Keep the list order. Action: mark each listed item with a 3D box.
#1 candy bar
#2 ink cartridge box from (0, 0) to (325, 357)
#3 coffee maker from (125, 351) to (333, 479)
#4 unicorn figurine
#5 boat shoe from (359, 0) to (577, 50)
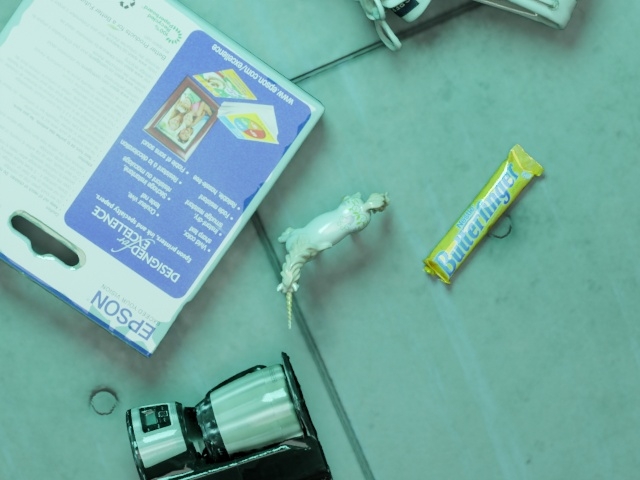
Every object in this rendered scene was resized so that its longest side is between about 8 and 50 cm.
[{"bbox_3d":[0.165,-0.024,1.535,0.040,0.018,0.161,39,92,-6],"label":"candy bar"},{"bbox_3d":[-0.204,-0.095,1.483,0.303,0.072,0.307,35,95,-7],"label":"ink cartridge box"},{"bbox_3d":[-0.088,0.220,1.494,0.178,0.120,0.171,-19,97,-1],"label":"coffee maker"},{"bbox_3d":[0.000,0.000,1.480,0.060,0.111,0.162,42,92,-7],"label":"unicorn figurine"},{"bbox_3d":[0.078,-0.263,1.458,0.367,0.136,0.156,9,99,-14],"label":"boat shoe"}]
